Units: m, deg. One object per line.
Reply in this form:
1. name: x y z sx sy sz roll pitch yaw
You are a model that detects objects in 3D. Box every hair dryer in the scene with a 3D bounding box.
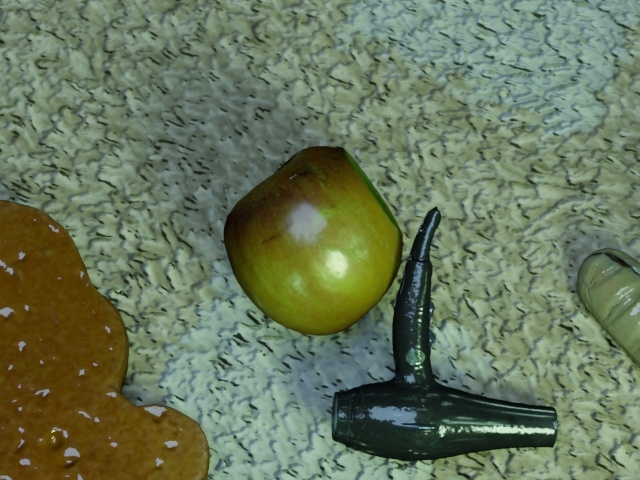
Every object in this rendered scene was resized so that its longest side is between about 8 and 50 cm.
1. hair dryer: 0.108 0.080 1.666 0.195 0.075 0.219 2 93 -4

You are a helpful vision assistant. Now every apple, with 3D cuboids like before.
1. apple: -0.005 0.004 1.708 0.146 0.163 0.147 -39 94 4

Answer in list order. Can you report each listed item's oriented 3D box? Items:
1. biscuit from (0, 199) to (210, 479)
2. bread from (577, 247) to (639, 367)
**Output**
1. biscuit: -0.321 0.149 1.681 0.349 0.078 0.455 -28 70 -22
2. bread: 0.304 0.086 1.686 0.073 0.053 0.214 -37 71 -12
